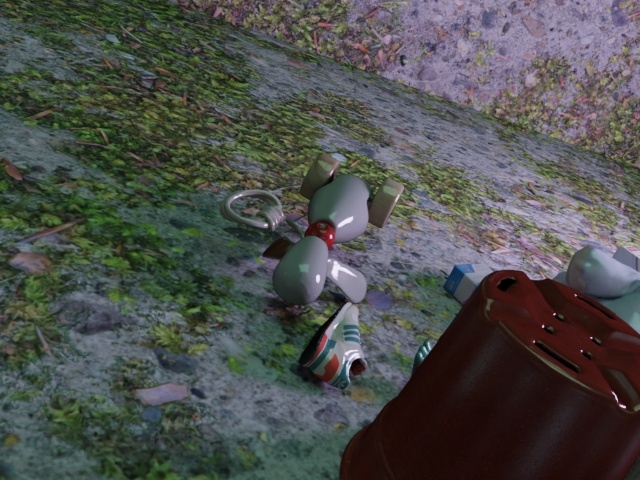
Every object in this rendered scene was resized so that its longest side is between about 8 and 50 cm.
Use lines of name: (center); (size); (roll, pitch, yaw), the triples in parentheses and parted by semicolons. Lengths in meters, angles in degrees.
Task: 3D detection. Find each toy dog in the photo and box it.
toy dog: (0.000, 0.000, 1.099); (0.220, 0.161, 0.333); (39, 44, 22)

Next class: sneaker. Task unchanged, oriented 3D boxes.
sneaker: (0.030, 0.142, 0.925); (0.075, 0.057, 0.161); (43, 26, 0)

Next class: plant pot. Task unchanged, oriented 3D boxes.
plant pot: (0.195, 0.191, 0.715); (0.272, 0.265, 0.272); (20, 25, -10)

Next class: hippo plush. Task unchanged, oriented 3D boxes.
hippo plush: (0.472, 0.180, 1.108); (0.294, 0.234, 0.236); (20, 53, 26)

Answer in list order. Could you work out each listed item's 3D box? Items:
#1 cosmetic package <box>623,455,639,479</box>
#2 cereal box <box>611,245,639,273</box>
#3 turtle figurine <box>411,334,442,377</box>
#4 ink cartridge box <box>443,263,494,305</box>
cosmetic package: (0.506, 0.225, 0.879); (0.129, 0.296, 0.153); (30, 28, 10)
cereal box: (0.597, 0.144, 1.253); (0.047, 0.173, 0.240); (-2, 35, -40)
turtle figurine: (0.244, 0.198, 0.909); (0.234, 0.118, 0.175); (21, -8, 27)
ink cartridge box: (0.292, 0.096, 1.222); (0.088, 0.052, 0.122); (0, 33, -39)
